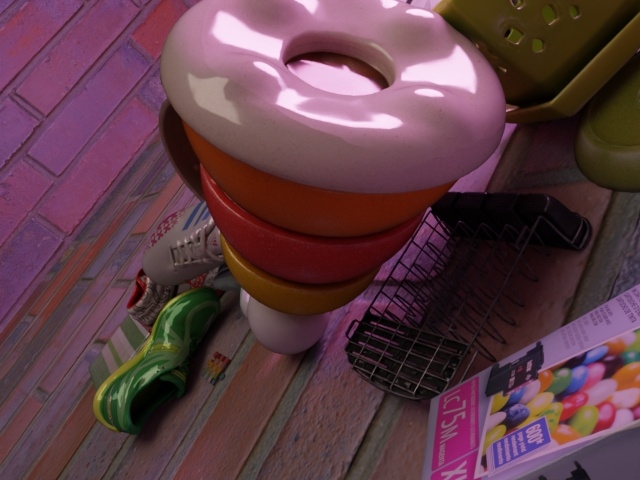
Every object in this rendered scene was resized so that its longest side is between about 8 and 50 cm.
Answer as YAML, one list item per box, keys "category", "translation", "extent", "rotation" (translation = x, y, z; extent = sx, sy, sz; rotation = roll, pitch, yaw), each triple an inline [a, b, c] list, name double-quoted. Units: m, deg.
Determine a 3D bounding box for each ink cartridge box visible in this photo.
- category: "ink cartridge box"
  translation: [0.217, 0.109, 0.458]
  extent: [0.311, 0.065, 0.186]
  rotation: [-33, 5, 19]

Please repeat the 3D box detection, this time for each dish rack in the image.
- category: "dish rack"
  translation: [0.149, 0.058, 0.705]
  extent: [0.272, 0.074, 0.208]
  rotation: [-56, 26, -13]

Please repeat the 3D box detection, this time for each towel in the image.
- category: "towel"
  translation: [-0.384, 0.187, 1.372]
  extent: [0.325, 0.038, 0.247]
  rotation: [-54, 25, -10]

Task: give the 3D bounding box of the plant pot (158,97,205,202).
- category: "plant pot"
  translation: [-0.085, -0.226, 1.214]
  extent: [0.333, 0.334, 0.305]
  rotation: [-10, 34, 51]

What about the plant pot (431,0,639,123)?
- category: "plant pot"
  translation: [0.273, -0.279, 0.785]
  extent: [0.227, 0.207, 0.228]
  rotation: [-46, 7, 2]

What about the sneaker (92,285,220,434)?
- category: "sneaker"
  translation: [-0.262, 0.215, 1.101]
  extent: [0.123, 0.109, 0.296]
  rotation: [21, 65, 35]

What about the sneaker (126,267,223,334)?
- category: "sneaker"
  translation: [-0.262, 0.065, 1.228]
  extent: [0.090, 0.145, 0.270]
  rotation: [1, 53, 57]

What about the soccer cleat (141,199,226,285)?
- category: "soccer cleat"
  translation: [-0.191, -0.006, 1.047]
  extent: [0.331, 0.116, 0.143]
  rotation: [-33, 20, 21]

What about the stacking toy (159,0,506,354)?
- category: "stacking toy"
  translation: [-0.014, -0.032, 0.769]
  extent: [0.351, 0.350, 0.480]
  rotation: [-77, 0, -46]

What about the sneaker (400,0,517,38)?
- category: "sneaker"
  translation: [0.187, -0.263, 0.979]
  extent: [0.257, 0.169, 0.448]
  rotation: [6, 68, 44]

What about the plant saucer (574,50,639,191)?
- category: "plant saucer"
  translation: [0.384, -0.157, 0.681]
  extent: [0.241, 0.037, 0.241]
  rotation: [-36, 28, 22]

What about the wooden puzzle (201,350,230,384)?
- category: "wooden puzzle"
  translation: [-0.176, 0.214, 1.048]
  extent: [0.049, 0.006, 0.083]
  rotation: [-55, 27, -15]

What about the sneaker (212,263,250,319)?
- category: "sneaker"
  translation: [-0.119, 0.078, 1.049]
  extent: [0.151, 0.094, 0.256]
  rotation: [-29, 21, 22]
